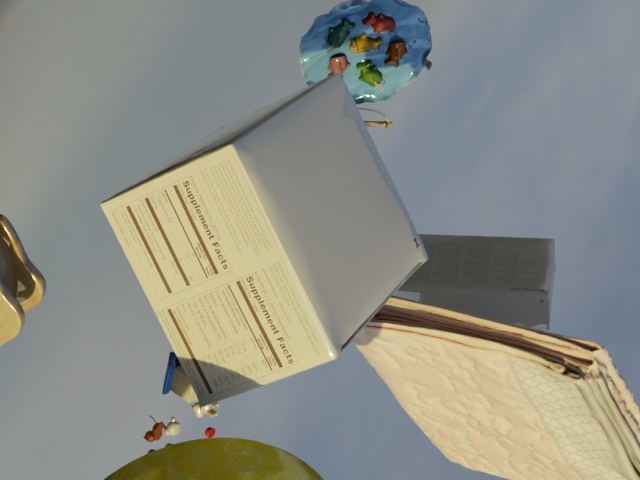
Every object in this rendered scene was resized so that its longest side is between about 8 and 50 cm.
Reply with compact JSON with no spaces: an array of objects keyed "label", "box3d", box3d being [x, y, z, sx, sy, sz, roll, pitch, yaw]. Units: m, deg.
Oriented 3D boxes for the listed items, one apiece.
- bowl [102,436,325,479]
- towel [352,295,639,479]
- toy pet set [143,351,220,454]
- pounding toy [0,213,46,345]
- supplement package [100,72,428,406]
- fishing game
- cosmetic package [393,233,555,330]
[{"label":"bowl","box3d":[-0.079,0.322,1.428,0.289,0.289,0.156,-58,-150,6]},{"label":"towel","box3d":[0.203,0.180,1.861,0.317,0.332,0.053,12,-118,37]},{"label":"toy pet set","box3d":[-0.192,0.211,2.306,0.122,0.065,0.114,-15,126,-49]},{"label":"pounding toy","box3d":[-0.402,0.061,1.854,0.269,0.154,0.155,-40,-167,29]},{"label":"supplement package","box3d":[-0.042,-0.008,1.590,0.145,0.204,0.262,-22,-171,26]},{"label":"fishing game","box3d":[0.065,-0.250,2.386,0.041,0.189,0.264,-107,-157,-46]},{"label":"cosmetic package","box3d":[0.145,0.047,2.013,0.099,0.239,0.060,-75,163,-47]}]
